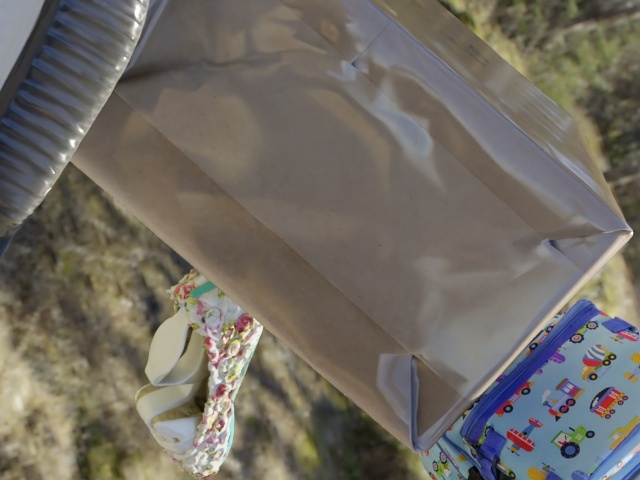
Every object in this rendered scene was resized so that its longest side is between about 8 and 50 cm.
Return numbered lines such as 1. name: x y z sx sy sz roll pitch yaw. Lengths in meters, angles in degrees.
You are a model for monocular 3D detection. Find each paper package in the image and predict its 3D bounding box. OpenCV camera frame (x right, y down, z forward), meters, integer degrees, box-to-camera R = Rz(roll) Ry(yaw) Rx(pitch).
1. paper package: 0.011 -0.075 0.832 0.309 0.168 0.325 40 16 -6

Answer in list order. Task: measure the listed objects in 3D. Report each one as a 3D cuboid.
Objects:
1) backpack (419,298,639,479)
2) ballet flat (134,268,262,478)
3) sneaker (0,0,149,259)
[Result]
1. backpack: 0.143 0.111 0.874 0.173 0.158 0.117 37 -23 42
2. ballet flat: -0.103 0.103 1.053 0.091 0.077 0.241 48 -41 32
3. sneaker: -0.248 -0.042 0.651 0.169 0.447 0.257 19 28 -39
